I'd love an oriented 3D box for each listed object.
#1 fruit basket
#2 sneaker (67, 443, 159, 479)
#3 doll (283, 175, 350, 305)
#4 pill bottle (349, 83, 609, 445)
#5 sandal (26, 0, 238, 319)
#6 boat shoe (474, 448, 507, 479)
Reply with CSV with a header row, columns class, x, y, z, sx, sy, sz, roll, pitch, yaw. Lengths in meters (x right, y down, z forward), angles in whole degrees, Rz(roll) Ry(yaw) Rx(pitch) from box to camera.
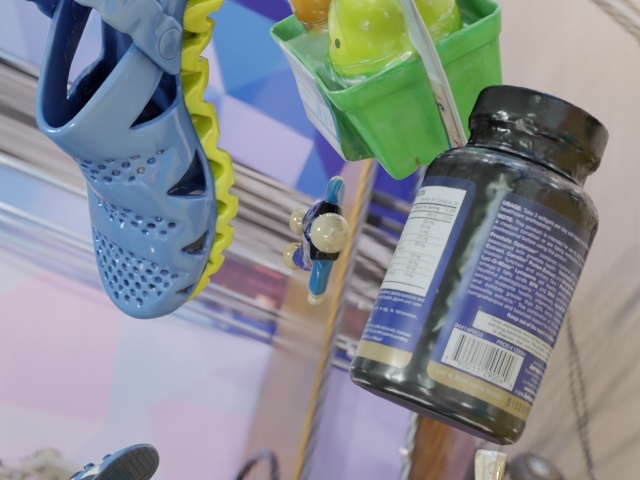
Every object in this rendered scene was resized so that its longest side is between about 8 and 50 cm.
class,x,y,z,sx,sy,sz,roll,pitch,yaw
fruit basket,0.010,-0.235,1.007,0.165,0.353,0.327,-33,28,-1
sneaker,-0.255,0.279,1.412,0.144,0.053,0.059,-33,23,-12
doll,0.000,0.000,1.194,0.189,0.046,0.129,159,121,-80
pill bottle,0.112,0.014,0.811,0.219,0.122,0.123,-68,12,-8
sandal,-0.135,-0.088,0.801,0.138,0.126,0.317,-30,-53,-48
boat shoe,0.283,0.426,1.979,0.063,0.059,0.170,-16,-77,-75
